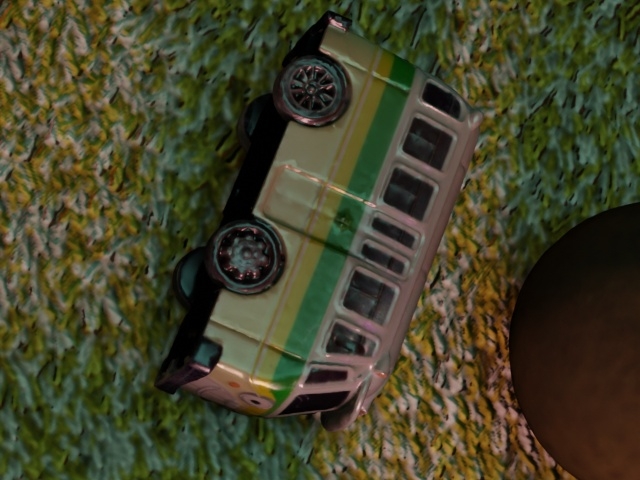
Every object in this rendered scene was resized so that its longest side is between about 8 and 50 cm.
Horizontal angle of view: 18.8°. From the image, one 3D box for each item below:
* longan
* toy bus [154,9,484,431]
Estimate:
[{"bbox_3d":[0.275,0.087,1.512,0.258,0.258,0.258,3,79,-15],"label":"longan"},{"bbox_3d":[0.000,0.000,1.514,0.179,0.143,0.305,25,73,-11],"label":"toy bus"}]
